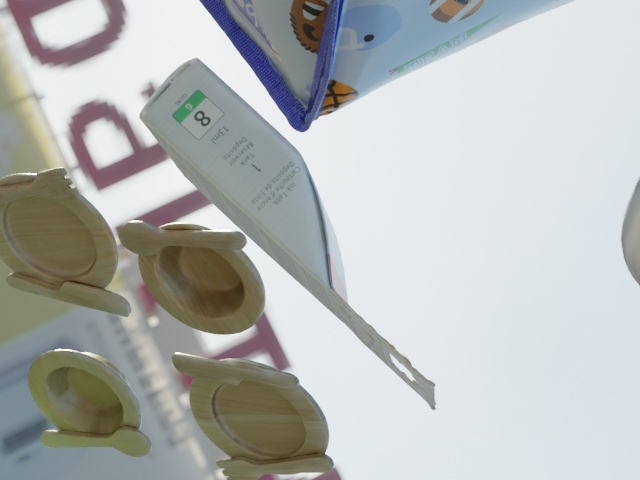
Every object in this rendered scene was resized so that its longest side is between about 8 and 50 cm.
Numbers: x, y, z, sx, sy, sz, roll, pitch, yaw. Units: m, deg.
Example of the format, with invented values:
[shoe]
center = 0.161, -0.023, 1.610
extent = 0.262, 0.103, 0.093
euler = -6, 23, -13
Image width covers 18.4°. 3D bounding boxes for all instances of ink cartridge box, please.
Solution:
[ink cartridge box]
center = 0.000, 0.000, 1.159
extent = 0.224, 0.056, 0.181
euler = 41, -4, 9

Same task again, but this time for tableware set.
[tableware set]
center = -0.072, 0.040, 0.823
extent = 0.141, 0.020, 0.169
euler = 5, -50, 26

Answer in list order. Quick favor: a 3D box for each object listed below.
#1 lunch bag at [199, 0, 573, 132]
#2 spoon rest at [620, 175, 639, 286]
[lunch bag]
center = 0.095, -0.294, 1.279
extent = 0.239, 0.327, 0.385
euler = 52, -28, 24
[spoon rest]
center = 0.211, -0.044, 0.644
extent = 0.137, 0.276, 0.084
euler = 24, -38, 40
